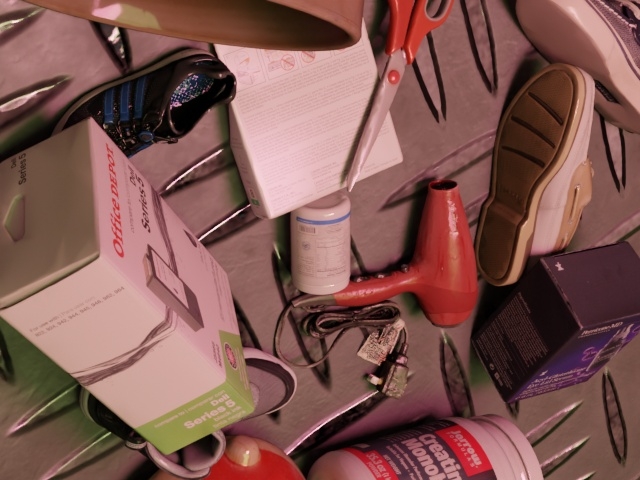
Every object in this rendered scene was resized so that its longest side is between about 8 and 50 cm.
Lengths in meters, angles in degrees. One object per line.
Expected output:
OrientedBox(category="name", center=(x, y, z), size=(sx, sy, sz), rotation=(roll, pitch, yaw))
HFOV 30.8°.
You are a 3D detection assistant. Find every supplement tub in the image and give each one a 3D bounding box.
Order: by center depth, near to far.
OrientedBox(category="supplement tub", center=(0.000, 0.000, 1.332), size=(0.071, 0.071, 0.107), rotation=(-16, 121, -27))
OrientedBox(category="supplement tub", center=(0.134, 0.339, 1.510), size=(0.272, 0.191, 0.191), rotation=(-11, 118, -29))

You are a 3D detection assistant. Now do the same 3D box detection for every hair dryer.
OrientedBox(category="hair dryer", center=(0.099, 0.059, 1.421), size=(0.224, 0.080, 0.293), rotation=(27, 96, -39))

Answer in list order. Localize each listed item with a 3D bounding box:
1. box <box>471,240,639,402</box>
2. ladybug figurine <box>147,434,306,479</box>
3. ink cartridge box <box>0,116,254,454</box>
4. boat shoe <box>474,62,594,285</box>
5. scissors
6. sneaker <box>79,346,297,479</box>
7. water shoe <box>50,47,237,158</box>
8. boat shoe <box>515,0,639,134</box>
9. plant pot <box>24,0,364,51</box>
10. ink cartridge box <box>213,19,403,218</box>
OrientedBox(category="box", center=(0.320, 0.108, 1.518), size=(0.153, 0.108, 0.207), rotation=(-10, 151, -29))
OrientedBox(category="ladybug figurine", center=(-0.125, 0.443, 1.402), size=(0.305, 0.162, 0.449), rotation=(-5, 116, -31))
OrientedBox(category="ink cartridge box", center=(-0.188, 0.048, 1.121), size=(0.115, 0.198, 0.273), rotation=(-27, 135, 10))
OrientedBox(category="boat shoe", center=(0.284, -0.084, 1.461), size=(0.103, 0.113, 0.302), rotation=(-6, 126, -33))
OrientedBox(category="scissors", center=(0.093, -0.195, 1.282), size=(0.109, 0.021, 0.297), rotation=(7, 92, -34))
OrientedBox(category="sneaker", center=(-0.121, 0.195, 1.293), size=(0.269, 0.153, 0.101), rotation=(1, 112, -34))
OrientedBox(category="water shoe", center=(-0.177, -0.123, 1.146), size=(0.203, 0.080, 0.073), rotation=(-37, 128, -13))
OrientedBox(category="boat shoe", center=(0.369, -0.266, 1.426), size=(0.340, 0.127, 0.158), rotation=(36, 84, -48))
OrientedBox(category="plant pot", center=(-0.102, -0.327, 0.978), size=(0.323, 0.323, 0.280), rotation=(9, 91, -36))
OrientedBox(category="ink cartridge box", center=(-0.021, -0.158, 1.266), size=(0.181, 0.056, 0.224), rotation=(-24, 105, -22))
